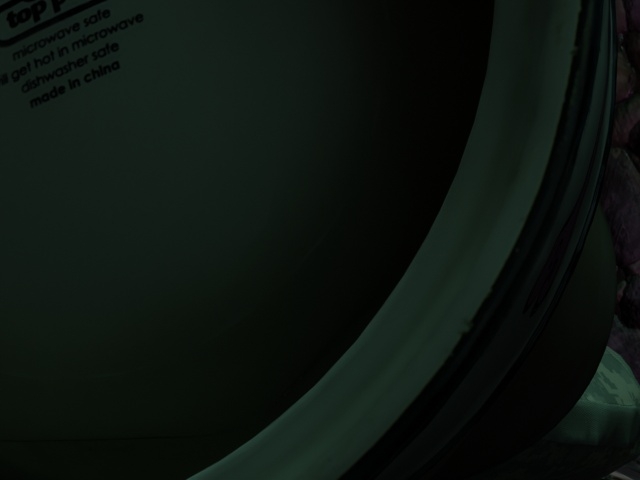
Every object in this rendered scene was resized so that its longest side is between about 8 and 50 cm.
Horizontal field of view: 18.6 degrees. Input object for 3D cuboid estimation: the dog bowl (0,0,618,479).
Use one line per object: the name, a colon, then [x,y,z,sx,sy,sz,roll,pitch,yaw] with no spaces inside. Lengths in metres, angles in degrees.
dog bowl: [-0.079,-0.057,0.702,0.408,0.408,0.150,20,-4,27]

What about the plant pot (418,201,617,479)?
plant pot: [0.000,0.000,0.917,0.323,0.323,0.280,21,1,33]

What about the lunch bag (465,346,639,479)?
lunch bag: [0.037,0.086,1.182,0.287,0.169,0.235,15,-1,30]
